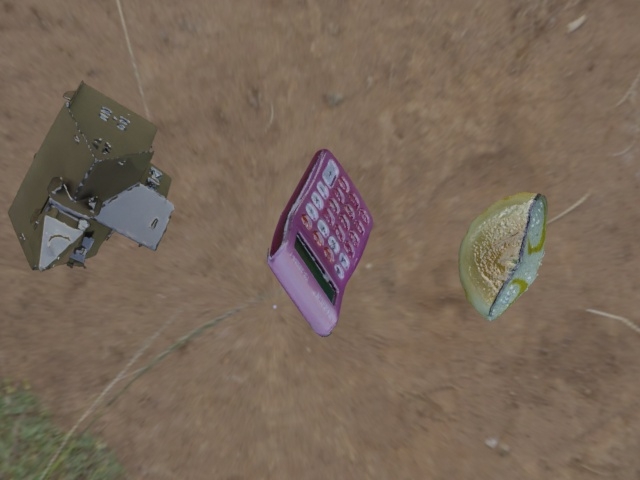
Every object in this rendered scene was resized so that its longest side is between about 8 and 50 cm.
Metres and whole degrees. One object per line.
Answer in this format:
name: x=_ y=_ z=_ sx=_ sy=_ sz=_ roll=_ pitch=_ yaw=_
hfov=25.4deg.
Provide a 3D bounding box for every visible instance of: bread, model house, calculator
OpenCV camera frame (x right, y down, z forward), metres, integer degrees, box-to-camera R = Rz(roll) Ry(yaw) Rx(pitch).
bread: x=0.210 y=0.018 z=1.679 sx=0.094 sy=0.083 sz=0.157 roll=8 pitch=86 yaw=22
model house: x=-0.265 y=-0.026 z=1.608 sx=0.176 sy=0.248 sz=0.181 roll=28 pitch=123 yaw=-11
calculator: x=0.000 y=0.000 z=1.558 sx=0.034 sy=0.190 sz=0.127 roll=-12 pitch=127 yaw=33
